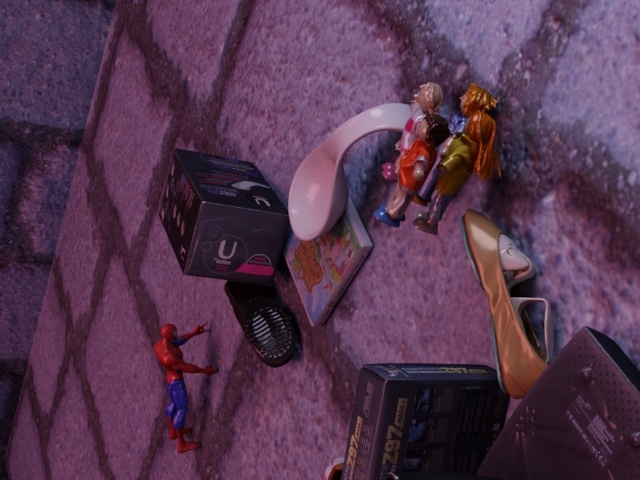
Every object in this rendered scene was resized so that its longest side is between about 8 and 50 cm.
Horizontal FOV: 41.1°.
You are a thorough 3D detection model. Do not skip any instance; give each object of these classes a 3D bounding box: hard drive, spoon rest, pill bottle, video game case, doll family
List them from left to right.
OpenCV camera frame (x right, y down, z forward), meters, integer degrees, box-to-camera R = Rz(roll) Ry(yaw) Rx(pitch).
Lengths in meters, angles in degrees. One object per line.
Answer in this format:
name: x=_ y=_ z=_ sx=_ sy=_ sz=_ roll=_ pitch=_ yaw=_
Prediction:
video game case: x=0.000 y=0.000 z=1.388 sx=0.193 sy=0.023 sz=0.212 roll=-60 pitch=39 yaw=36
pill bottle: x=0.021 y=0.366 z=1.278 sx=0.043 sy=0.043 sz=0.083 roll=52 pitch=129 yaw=49
spoon rest: x=0.026 y=-0.106 z=1.270 sx=0.276 sy=0.084 sz=0.137 roll=-44 pitch=47 yaw=38
doll family: x=0.157 y=-0.110 z=1.052 sx=0.263 sy=0.118 sz=0.163 roll=-77 pitch=12 yaw=-66
hard drive: x=0.263 y=0.231 z=0.875 sx=0.254 sy=0.054 sz=0.172 roll=-66 pitch=35 yaw=31

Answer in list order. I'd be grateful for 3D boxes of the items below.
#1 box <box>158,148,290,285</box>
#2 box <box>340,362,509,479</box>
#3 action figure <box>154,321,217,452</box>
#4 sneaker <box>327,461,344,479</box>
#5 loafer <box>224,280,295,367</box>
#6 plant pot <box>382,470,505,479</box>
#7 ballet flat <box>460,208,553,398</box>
box: x=-0.179 y=-0.046 z=1.537 sx=0.270 sy=0.165 sz=0.143 roll=-127 pitch=50 yaw=-59
box: x=0.117 y=0.261 z=0.994 sx=0.059 sy=0.184 sz=0.232 roll=21 pitch=104 yaw=58
action figure: x=-0.261 y=0.282 z=1.745 sx=0.091 sy=0.139 sz=0.280 roll=34 pitch=137 yaw=53
sneaker: x=0.085 y=0.410 z=1.088 sx=0.106 sy=0.123 sz=0.290 roll=-60 pitch=40 yaw=33
loafer: x=-0.100 y=0.147 z=1.503 sx=0.220 sy=0.080 sz=0.078 roll=-122 pitch=14 yaw=-45
plant pot: x=0.145 y=0.342 z=0.848 sx=0.188 sy=0.167 sz=0.187 roll=113 pitch=145 yaw=-44
ballet flat: x=0.222 y=0.063 z=0.975 sx=0.073 sy=0.080 sz=0.232 roll=-21 pitch=67 yaw=26
